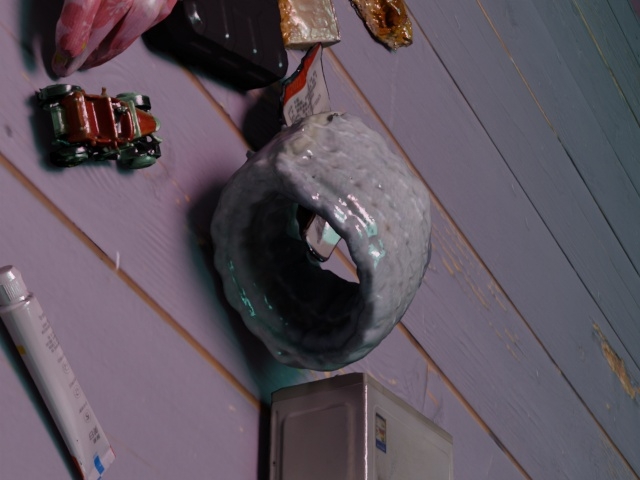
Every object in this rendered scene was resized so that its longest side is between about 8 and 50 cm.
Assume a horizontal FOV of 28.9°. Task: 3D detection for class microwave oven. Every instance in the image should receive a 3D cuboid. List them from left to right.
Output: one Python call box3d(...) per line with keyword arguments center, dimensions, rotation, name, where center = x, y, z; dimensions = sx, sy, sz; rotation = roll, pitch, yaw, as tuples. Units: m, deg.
box3d(center=(0.040, 0.246, 1.280), dimensions=(0.205, 0.129, 0.163), rotation=(41, 44, -47), name="microwave oven")

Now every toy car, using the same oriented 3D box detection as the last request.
box3d(center=(-0.190, -0.102, 1.108), dimensions=(0.143, 0.054, 0.073), rotation=(-3, 79, -62), name="toy car")

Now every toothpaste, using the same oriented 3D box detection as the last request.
box3d(center=(-0.212, 0.107, 0.983), dimensions=(0.190, 0.031, 0.048), rotation=(68, 24, -19), name="toothpaste")

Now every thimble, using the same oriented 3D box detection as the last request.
box3d(center=(0.000, 0.000, 1.253), dimensions=(0.172, 0.205, 0.250), rotation=(-42, 130, -55), name="thimble")

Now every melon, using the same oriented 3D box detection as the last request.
box3d(center=(-0.035, -0.325, 1.553), dimensions=(0.098, 0.054, 0.182), rotation=(-5, 79, -48), name="melon")

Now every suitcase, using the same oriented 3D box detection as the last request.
box3d(center=(-0.123, -0.319, 1.343), dimensions=(0.206, 0.066, 0.285), rotation=(17, 60, -59), name="suitcase")

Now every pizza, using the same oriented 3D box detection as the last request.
box3d(center=(0.074, -0.377, 1.761), dimensions=(0.246, 0.058, 0.127), rotation=(60, 30, -21), name="pizza")

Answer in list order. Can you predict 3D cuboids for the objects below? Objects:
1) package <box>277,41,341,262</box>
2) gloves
box3d(center=(-0.006, -0.099, 1.452), dimensions=(0.166, 0.040, 0.232), rotation=(-66, 147, -52), name="package")
box3d(center=(-0.188, -0.254, 1.130), dimensions=(0.145, 0.126, 0.241), rotation=(55, 26, -38), name="gloves")
